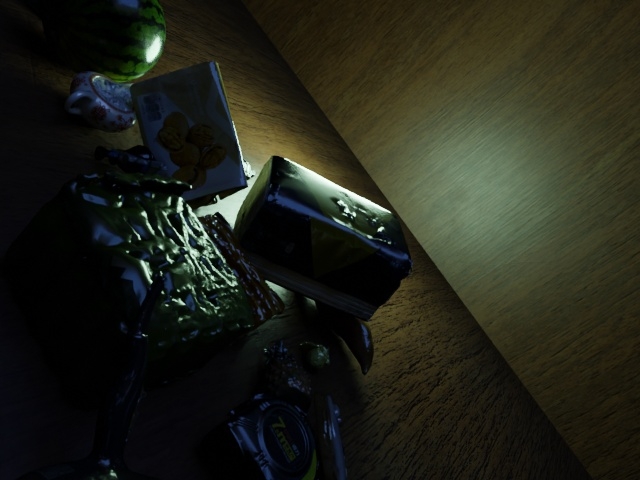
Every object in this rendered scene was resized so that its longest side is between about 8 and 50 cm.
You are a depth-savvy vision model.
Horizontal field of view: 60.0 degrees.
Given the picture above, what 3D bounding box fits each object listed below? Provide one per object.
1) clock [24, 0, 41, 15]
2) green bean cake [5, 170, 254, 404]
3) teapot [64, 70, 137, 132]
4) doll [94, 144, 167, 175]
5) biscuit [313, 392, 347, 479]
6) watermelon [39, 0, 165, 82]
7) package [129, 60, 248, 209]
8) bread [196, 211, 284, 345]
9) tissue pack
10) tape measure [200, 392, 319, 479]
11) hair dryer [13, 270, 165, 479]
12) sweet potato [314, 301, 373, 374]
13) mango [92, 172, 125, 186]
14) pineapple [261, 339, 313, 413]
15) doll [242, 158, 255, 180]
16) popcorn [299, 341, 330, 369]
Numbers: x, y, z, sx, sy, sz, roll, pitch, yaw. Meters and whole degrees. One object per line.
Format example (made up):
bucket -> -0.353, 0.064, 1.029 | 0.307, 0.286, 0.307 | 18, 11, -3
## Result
clock -> -0.699, -0.667, 1.544 | 0.312, 0.061, 0.313 | 41, 22, -21
green bean cake -> -0.286, 0.067, 0.919 | 0.319, 0.218, 0.335 | 54, 23, 10
teapot -> -0.504, -0.316, 1.276 | 0.159, 0.116, 0.245 | 60, 16, -12
doll -> -0.397, -0.171, 1.184 | 0.195, 0.070, 0.096 | 15, 6, 30
biscuit -> 0.020, 0.388, 1.077 | 0.208, 0.049, 0.181 | -94, 178, -83
watermelon -> -0.523, -0.526, 1.348 | 0.285, 0.285, 0.285 | 41, 22, -21
package -> -0.306, -0.242, 1.358 | 0.165, 0.221, 0.312 | 62, 12, -86
bread -> -0.212, 0.077, 1.196 | 0.275, 0.114, 0.184 | 54, 22, 6
tissue pack -> 0.000, 0.000, 1.432 | 0.416, 0.253, 0.264 | 26, 29, -16
tape measure -> -0.090, 0.369, 0.949 | 0.199, 0.112, 0.186 | 59, 29, 10
hair dryer -> -0.226, 0.222, 0.720 | 0.303, 0.120, 0.360 | 30, 67, -52
sweet potato -> 0.055, 0.204, 1.541 | 0.106, 0.095, 0.355 | -20, 66, -40
mango -> -0.424, -0.105, 1.156 | 0.114, 0.057, 0.079 | -10, 65, -58
pineapple -> -0.077, 0.279, 1.153 | 0.108, 0.108, 0.198 | 40, 10, -24
doll -> -0.267, -0.221, 1.653 | 0.091, 0.067, 0.219 | 52, 15, 16
popcorn -> -0.013, 0.273, 1.334 | 0.083, 0.059, 0.068 | 43, 20, 5
